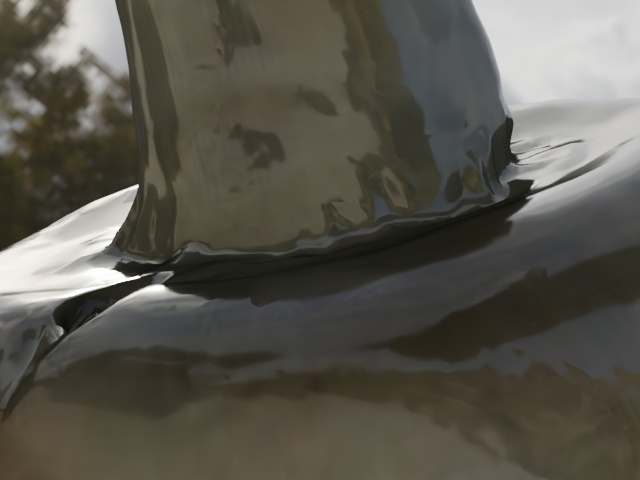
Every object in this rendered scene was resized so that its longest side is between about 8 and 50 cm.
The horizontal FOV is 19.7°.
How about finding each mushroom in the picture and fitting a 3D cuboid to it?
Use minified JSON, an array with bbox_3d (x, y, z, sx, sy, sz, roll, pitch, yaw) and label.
[{"bbox_3d":[0.000,0.000,0.422,0.243,0.243,0.243,30,-23,14],"label":"mushroom"}]
